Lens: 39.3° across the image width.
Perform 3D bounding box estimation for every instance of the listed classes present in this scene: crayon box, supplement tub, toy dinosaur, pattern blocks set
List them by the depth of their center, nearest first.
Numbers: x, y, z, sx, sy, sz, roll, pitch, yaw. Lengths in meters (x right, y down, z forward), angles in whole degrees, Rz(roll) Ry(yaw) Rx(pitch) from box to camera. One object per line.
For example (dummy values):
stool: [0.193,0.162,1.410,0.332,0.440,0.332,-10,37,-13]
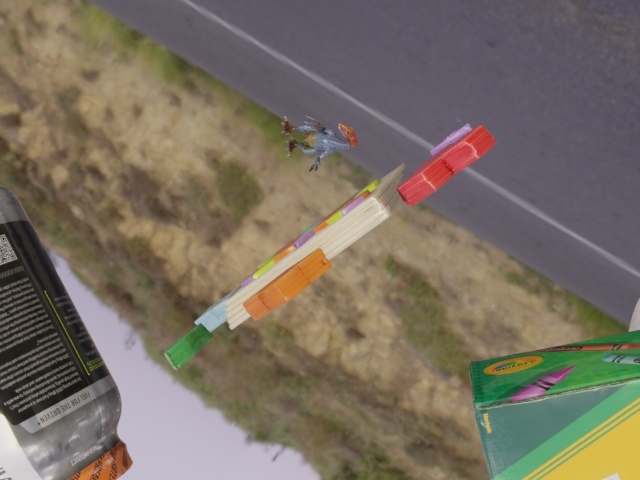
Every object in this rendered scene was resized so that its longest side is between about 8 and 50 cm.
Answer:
crayon box: [0.220,0.210,0.657,0.081,0.165,0.278,-69,-35,-72]
pattern blocks set: [0.000,0.000,0.781,0.026,0.325,0.285,53,-173,-4]
toy dinosaur: [0.003,-0.102,0.859,0.082,0.047,0.090,5,-155,23]
supplement tub: [-0.325,0.120,0.884,0.316,0.194,0.193,62,177,1]

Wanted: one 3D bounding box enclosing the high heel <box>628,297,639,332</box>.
high heel: [0.348,0.122,0.822,0.186,0.261,0.093,44,-149,-31]
